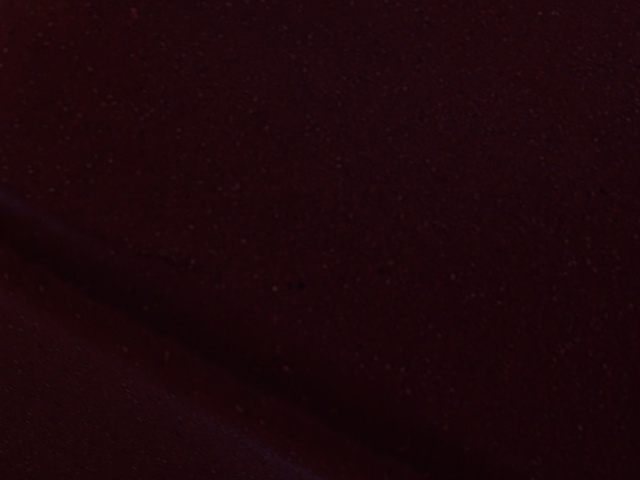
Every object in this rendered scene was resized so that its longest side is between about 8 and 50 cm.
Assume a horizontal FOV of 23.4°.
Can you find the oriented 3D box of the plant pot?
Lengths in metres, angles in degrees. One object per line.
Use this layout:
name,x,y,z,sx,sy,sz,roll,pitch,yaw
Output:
plant pot,0.000,0.000,0.471,0.267,0.236,0.267,-48,21,56
